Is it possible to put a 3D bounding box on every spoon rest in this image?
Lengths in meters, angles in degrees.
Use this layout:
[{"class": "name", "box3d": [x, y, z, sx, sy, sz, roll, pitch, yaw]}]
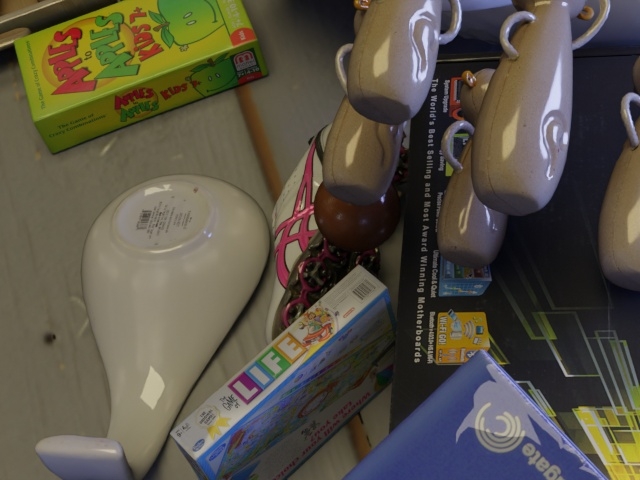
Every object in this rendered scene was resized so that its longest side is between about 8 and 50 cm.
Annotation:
[{"class": "spoon rest", "box3d": [-0.117, 0.056, 0.899, 0.137, 0.084, 0.276, 3, 45, 12]}]

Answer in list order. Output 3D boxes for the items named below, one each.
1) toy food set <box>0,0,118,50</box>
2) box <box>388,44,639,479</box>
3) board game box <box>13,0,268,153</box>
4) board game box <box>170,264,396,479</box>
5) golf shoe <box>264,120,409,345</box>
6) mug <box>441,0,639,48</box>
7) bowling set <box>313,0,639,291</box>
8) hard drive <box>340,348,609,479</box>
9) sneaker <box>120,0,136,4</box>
[{"class": "toy food set", "box3d": [-0.316, -0.272, 1.136, 0.219, 0.092, 0.306, -21, 55, -2]}, {"class": "box", "box3d": [0.205, 0.059, 0.804, 0.318, 0.097, 0.395, 0, 58, 11]}, {"class": "board game box", "box3d": [-0.142, -0.144, 1.044, 0.181, 0.043, 0.092, -20, 56, -2]}, {"class": "board game box", "box3d": [-0.015, 0.097, 0.822, 0.154, 0.103, 0.026, -41, 58, -16]}, {"class": "golf shoe", "box3d": [0.000, 0.000, 0.916, 0.086, 0.067, 0.186, -6, 54, 47]}, {"class": "mug", "box3d": [0.102, -0.253, 0.903, 0.328, 0.276, 0.374, 28, 43, 22]}, {"class": "bowling set", "box3d": [0.070, -0.081, 0.760, 0.200, 0.287, 0.154, -7, 61, 44]}, {"class": "hard drive", "box3d": [0.039, 0.240, 0.673, 0.318, 0.040, 0.210, -44, 73, 3]}, {"class": "sneaker", "box3d": [-0.133, -0.238, 1.108, 0.058, 0.052, 0.135, 12, 52, 30]}]
